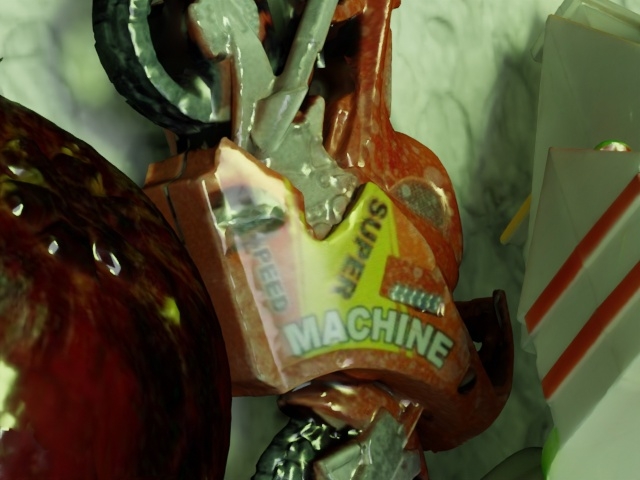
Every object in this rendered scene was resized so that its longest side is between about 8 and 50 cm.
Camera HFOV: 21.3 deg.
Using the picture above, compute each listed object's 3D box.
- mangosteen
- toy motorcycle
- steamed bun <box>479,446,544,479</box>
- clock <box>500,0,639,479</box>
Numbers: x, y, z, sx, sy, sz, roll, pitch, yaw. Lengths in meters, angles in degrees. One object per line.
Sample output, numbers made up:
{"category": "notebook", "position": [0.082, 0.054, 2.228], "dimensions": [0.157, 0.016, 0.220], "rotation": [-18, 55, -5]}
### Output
{"category": "mangosteen", "position": [-0.159, 0.075, 0.576], "dimensions": [0.235, 0.235, 0.261], "rotation": [34, 111, -27]}
{"category": "toy motorcycle", "position": [-0.001, 0.000, 0.740], "dimensions": [0.171, 0.089, 0.298], "rotation": [-20, 97, -34]}
{"category": "steamed bun", "position": [0.145, 0.158, 0.774], "dimensions": [0.228, 0.177, 0.130], "rotation": [3, 88, -27]}
{"category": "clock", "position": [0.197, -0.007, 0.755], "dimensions": [0.235, 0.166, 0.309], "rotation": [22, 31, -20]}
